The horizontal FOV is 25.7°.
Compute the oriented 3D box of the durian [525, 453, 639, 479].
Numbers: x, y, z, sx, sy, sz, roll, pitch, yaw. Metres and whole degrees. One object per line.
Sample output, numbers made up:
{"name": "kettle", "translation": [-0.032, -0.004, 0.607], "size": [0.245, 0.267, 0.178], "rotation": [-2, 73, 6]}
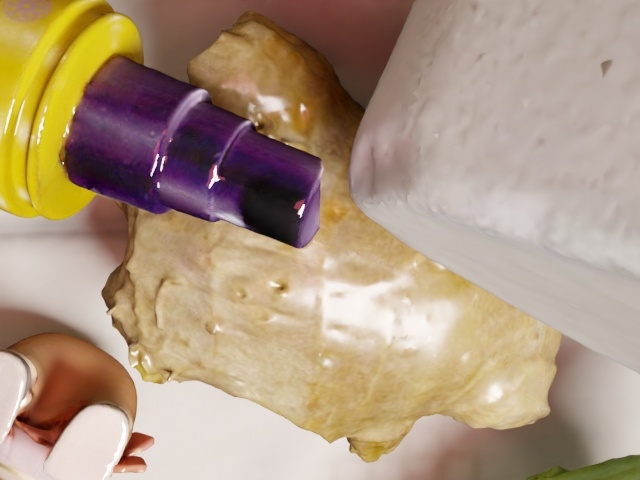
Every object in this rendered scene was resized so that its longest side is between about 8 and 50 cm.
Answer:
{"name": "durian", "translation": [0.092, 0.157, 0.539], "size": [0.375, 0.132, 0.106], "rotation": [-28, 116, 32]}

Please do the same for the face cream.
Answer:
{"name": "face cream", "translation": [-0.125, -0.059, 0.470], "size": [0.273, 0.078, 0.078], "rotation": [21, 106, 12]}

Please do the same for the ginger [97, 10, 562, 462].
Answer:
{"name": "ginger", "translation": [0.000, 0.000, 0.528], "size": [0.216, 0.102, 0.157], "rotation": [17, 99, -7]}

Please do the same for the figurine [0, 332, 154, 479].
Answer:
{"name": "figurine", "translation": [-0.128, 0.130, 0.566], "size": [0.111, 0.102, 0.195], "rotation": [30, 101, 1]}

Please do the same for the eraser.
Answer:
{"name": "eraser", "translation": [0.213, 0.007, 0.450], "size": [0.331, 0.331, 0.150], "rotation": [23, 83, -9]}
